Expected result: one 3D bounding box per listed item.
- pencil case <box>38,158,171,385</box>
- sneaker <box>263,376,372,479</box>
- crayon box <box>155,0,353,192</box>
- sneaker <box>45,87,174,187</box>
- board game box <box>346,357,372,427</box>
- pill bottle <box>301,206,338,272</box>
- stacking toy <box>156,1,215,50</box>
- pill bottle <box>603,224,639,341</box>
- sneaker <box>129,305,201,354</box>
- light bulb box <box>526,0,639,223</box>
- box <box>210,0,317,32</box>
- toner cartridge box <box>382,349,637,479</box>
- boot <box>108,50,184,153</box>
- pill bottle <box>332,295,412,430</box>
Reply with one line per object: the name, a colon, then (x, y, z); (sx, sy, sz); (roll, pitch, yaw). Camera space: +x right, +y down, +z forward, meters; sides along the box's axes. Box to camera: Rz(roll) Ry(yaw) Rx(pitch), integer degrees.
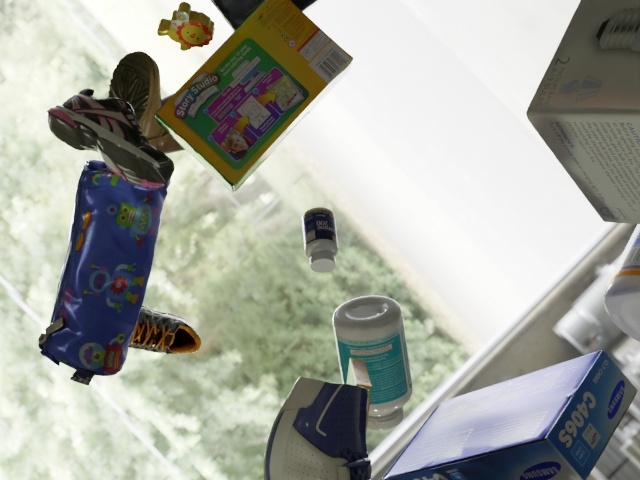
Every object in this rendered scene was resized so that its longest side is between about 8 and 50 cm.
pencil case: (-0.301, 0.037, 1.446); (0.119, 0.306, 0.133); (16, -178, 44)
sneaker: (0.030, 0.305, 1.048); (0.182, 0.316, 0.127); (12, 177, 30)
crayon box: (-0.102, -0.232, 1.642); (0.165, 0.278, 0.081); (43, 174, 1)
sneaker: (-0.244, -0.135, 1.274); (0.178, 0.077, 0.072); (32, 154, 15)
board game box: (0.063, 0.293, 1.859); (0.039, 0.124, 0.259); (7, -176, 1)
pill bottle: (0.000, 0.000, 2.062); (0.067, 0.067, 0.120); (49, -152, -50)
stacking toy: (-0.197, -0.318, 1.108); (0.221, 0.052, 0.167); (29, -133, -29)
pill bottle: (0.503, 0.004, 1.423); (0.152, 0.272, 0.152); (28, 154, 15)
sneaker: (-0.299, 0.160, 1.860); (0.083, 0.084, 0.214); (24, -169, 41)
light bulb box: (0.490, -0.211, 1.187); (0.361, 0.358, 0.225); (6, 152, 47)
box: (-0.058, -0.653, 1.761); (0.472, 0.479, 0.297); (54, -167, -9)
toner cartridge box: (0.240, 0.261, 1.395); (0.075, 0.165, 0.348); (48, 145, -7)
boot: (-0.264, -0.254, 1.901); (0.089, 0.236, 0.269); (35, -145, 20)
pill bottle: (0.112, 0.259, 2.189); (0.146, 0.146, 0.264); (-140, 37, -62)
